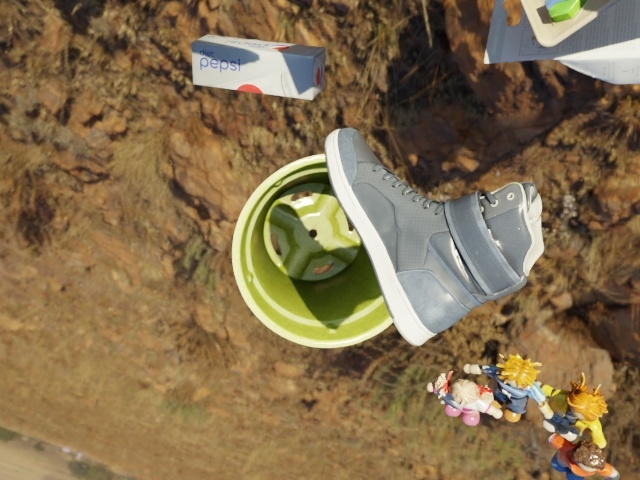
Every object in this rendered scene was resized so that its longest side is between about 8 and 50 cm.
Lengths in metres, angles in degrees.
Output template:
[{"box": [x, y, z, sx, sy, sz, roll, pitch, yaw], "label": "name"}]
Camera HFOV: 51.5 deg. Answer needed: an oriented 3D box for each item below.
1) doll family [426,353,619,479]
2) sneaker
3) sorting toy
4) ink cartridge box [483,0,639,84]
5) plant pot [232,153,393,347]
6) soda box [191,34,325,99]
[{"box": [0.282, 0.214, 0.886, 0.263, 0.118, 0.163, 24, 160, 18], "label": "doll family"}, {"box": [0.108, -0.039, 0.617, 0.163, 0.226, 0.086, -33, 162, 24], "label": "sneaker"}, {"box": [0.441, -0.447, 1.122, 0.208, 0.193, 0.038, -29, 137, 29], "label": "sorting toy"}, {"box": [0.545, -0.453, 1.319, 0.384, 0.308, 0.091, 4, 155, 25], "label": "ink cartridge box"}, {"box": [0.000, 0.000, 1.051, 0.276, 0.276, 0.254, 22, -175, -9], "label": "plant pot"}, {"box": [-0.136, -0.383, 1.460, 0.286, 0.091, 0.098, 11, 120, 13], "label": "soda box"}]
